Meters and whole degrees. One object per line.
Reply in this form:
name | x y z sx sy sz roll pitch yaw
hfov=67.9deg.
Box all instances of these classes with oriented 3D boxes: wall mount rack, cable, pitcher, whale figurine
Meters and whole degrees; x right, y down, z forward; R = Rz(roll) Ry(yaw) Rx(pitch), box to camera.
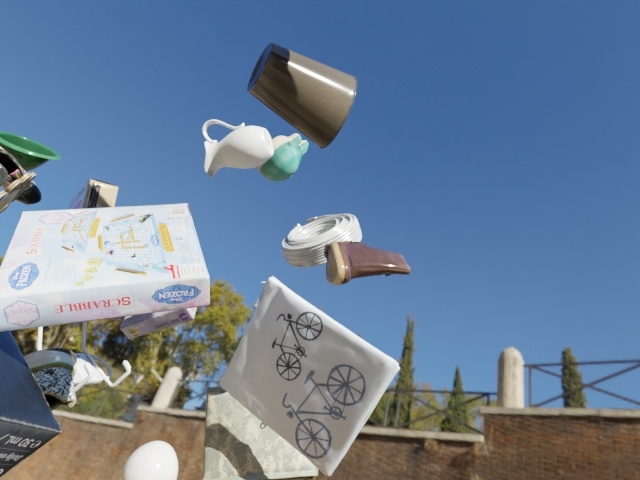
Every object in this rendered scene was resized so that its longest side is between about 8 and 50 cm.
wall mount rack | -0.750 0.322 1.466 0.304 0.130 0.350 46 -2 15
cable | 0.000 0.000 1.471 0.257 0.257 0.089 -10 -70 34
pitcher | -0.261 -0.302 1.464 0.207 0.177 0.125 -12 0 12
whale figurine | -0.126 -0.315 1.844 0.141 0.272 0.216 48 -58 8

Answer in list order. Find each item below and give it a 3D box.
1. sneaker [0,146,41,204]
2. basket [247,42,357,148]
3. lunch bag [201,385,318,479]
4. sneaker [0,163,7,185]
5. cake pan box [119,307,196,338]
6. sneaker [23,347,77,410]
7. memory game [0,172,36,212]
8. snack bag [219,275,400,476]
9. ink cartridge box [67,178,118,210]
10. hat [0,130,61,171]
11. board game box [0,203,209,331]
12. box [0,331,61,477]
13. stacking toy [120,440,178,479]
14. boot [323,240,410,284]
sneaker | -0.792 -0.163 1.228 0.077 0.072 0.178 14 -35 39
basket | -0.051 -0.366 1.167 0.227 0.204 0.154 22 -8 -24
lunch bag | -0.145 0.494 1.226 0.287 0.235 0.169 -4 -28 -1
sneaker | -0.794 -0.153 1.015 0.211 0.080 0.081 -1 20 -46
cake pan box | -0.553 0.216 1.704 0.267 0.245 0.070 -19 -58 8
sneaker | -0.789 0.423 1.148 0.182 0.410 0.158 44 -28 39
memory game | -0.670 -0.076 0.992 0.186 0.186 0.012 -23 -61 44
snack bag | -0.045 0.295 1.038 0.343 0.037 0.323 32 -72 18
ink cartridge box | -0.708 -0.055 1.438 0.088 0.193 0.235 18 -26 -36
hat | -0.878 -0.198 1.358 0.209 0.183 0.173 28 9 12
board game box | -0.386 0.028 0.871 0.318 0.318 0.065 -4 -62 -20
box | -0.672 0.231 0.524 0.297 0.472 0.480 47 -17 22
stacking toy | -0.436 0.649 0.959 0.351 0.479 0.350 16 -27 8
boot | 0.117 0.053 1.143 0.207 0.248 0.090 8 -77 -4
